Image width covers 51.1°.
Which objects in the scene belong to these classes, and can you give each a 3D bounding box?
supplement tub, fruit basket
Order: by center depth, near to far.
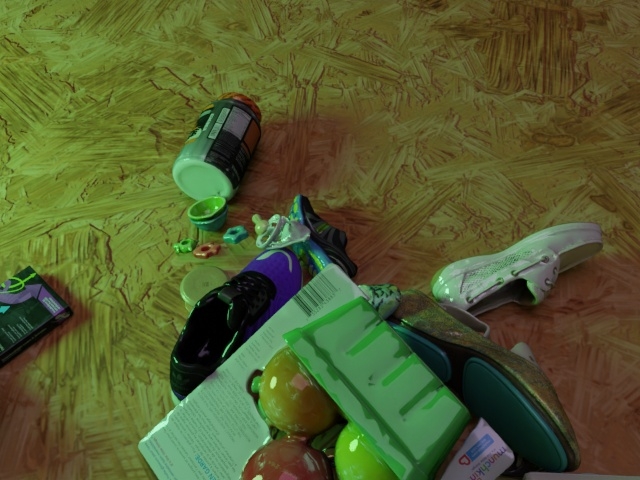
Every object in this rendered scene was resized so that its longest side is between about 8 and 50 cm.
[{"bbox_3d":[-0.004,0.257,0.818,0.353,0.165,0.327,-45,67,3],"label":"fruit basket"},{"bbox_3d":[-0.175,-0.167,1.183,0.116,0.117,0.190,11,52,10],"label":"supplement tub"}]

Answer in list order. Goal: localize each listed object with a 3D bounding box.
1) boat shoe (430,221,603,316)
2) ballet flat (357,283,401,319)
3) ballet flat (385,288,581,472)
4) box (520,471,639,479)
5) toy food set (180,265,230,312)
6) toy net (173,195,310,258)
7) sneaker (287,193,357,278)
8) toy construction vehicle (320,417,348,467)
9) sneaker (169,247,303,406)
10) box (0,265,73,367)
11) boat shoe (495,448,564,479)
[{"bbox_3d":[0.310,0.057,1.011,0.277,0.098,0.096,-20,54,-3],"label":"boat shoe"},{"bbox_3d":[0.022,0.102,0.941,0.188,0.070,0.070,-28,47,26],"label":"ballet flat"},{"bbox_3d":[0.210,0.161,0.887,0.123,0.123,0.348,-36,43,-24],"label":"ballet flat"},{"bbox_3d":[0.297,0.418,0.706,0.147,0.121,0.311,2,52,3],"label":"box"},{"bbox_3d":[-0.179,0.075,1.053,0.082,0.020,0.083,-20,54,-14],"label":"toy food set"},{"bbox_3d":[-0.128,-0.018,1.063,0.232,0.045,0.122,5,36,32],"label":"toy net"},{"bbox_3d":[0.000,0.000,1.090,0.078,0.067,0.188,-6,47,-30],"label":"sneaker"},{"bbox_3d":[0.047,0.254,0.896,0.098,0.035,0.086,-6,52,-3],"label":"toy construction vehicle"},{"bbox_3d":[-0.113,0.101,0.950,0.102,0.146,0.293,22,56,17],"label":"sneaker"},{"bbox_3d":[-0.478,0.123,1.017,0.116,0.029,0.162,36,62,26],"label":"box"},{"bbox_3d":[0.253,0.281,0.860,0.152,0.049,0.056,-7,52,-4],"label":"boat shoe"}]
